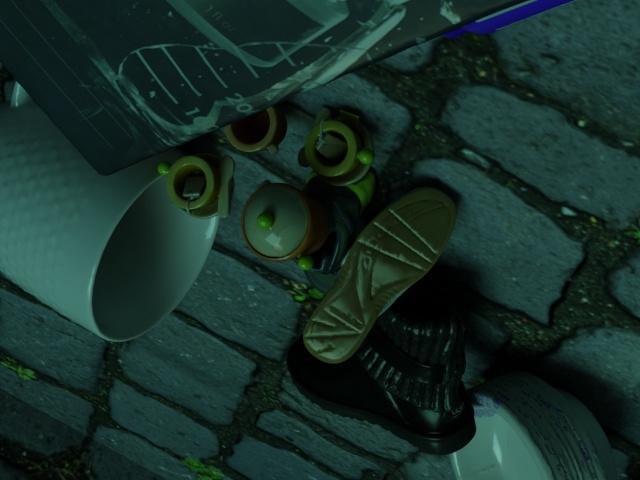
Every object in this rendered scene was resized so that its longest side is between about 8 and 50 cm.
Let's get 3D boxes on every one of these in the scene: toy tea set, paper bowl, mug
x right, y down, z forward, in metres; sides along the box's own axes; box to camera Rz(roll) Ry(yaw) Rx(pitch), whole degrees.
[{"bbox_3d":[-0.109,-0.100,1.708,0.336,0.200,0.124,20,-174,22],"label":"toy tea set"},{"bbox_3d":[0.318,0.326,2.013,0.284,0.148,0.284,47,149,41],"label":"paper bowl"},{"bbox_3d":[-0.341,-0.093,1.915,0.328,0.276,0.374,28,124,23],"label":"mug"}]

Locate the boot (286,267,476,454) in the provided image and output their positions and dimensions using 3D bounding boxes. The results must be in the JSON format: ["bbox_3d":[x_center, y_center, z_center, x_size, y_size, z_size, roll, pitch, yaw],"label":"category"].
[{"bbox_3d":[0.077,0.136,1.979,0.348,0.131,0.260,19,137,36],"label":"boot"}]

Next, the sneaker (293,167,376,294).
[{"bbox_3d":[0.000,0.000,1.865,0.111,0.121,0.300,22,152,13],"label":"sneaker"}]

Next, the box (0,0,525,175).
[{"bbox_3d":[-0.108,-0.362,1.054,0.472,0.297,0.480,-19,120,40],"label":"box"}]

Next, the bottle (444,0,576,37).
[{"bbox_3d":[0.165,-0.254,1.294,0.092,0.118,0.283,42,150,-24],"label":"bottle"}]

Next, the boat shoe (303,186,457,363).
[{"bbox_3d":[0.074,0.033,1.797,0.098,0.096,0.277,38,108,-4],"label":"boat shoe"}]
